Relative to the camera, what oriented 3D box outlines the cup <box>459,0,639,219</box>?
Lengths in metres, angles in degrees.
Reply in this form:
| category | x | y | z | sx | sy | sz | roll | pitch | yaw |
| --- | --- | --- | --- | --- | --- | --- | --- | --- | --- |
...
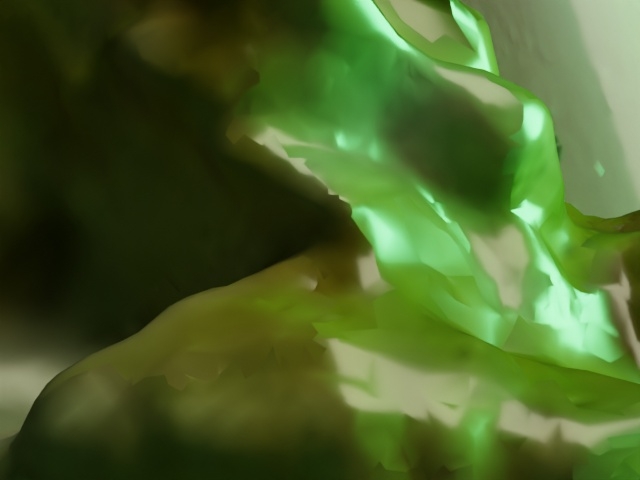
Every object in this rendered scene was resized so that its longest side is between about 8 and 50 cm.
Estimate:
| category | x | y | z | sx | sy | sz | roll | pitch | yaw |
| --- | --- | --- | --- | --- | --- | --- | --- | --- | --- |
| cup | 0.088 | -0.018 | 0.796 | 0.253 | 0.253 | 0.274 | 19 | 51 | -53 |

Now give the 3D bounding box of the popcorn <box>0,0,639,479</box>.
| category | x | y | z | sx | sy | sz | roll | pitch | yaw |
| --- | --- | --- | --- | --- | --- | --- | --- | --- | --- |
| popcorn | -0.042 | 0.034 | 0.537 | 0.292 | 0.294 | 0.334 | 70 | -5 | -57 |
